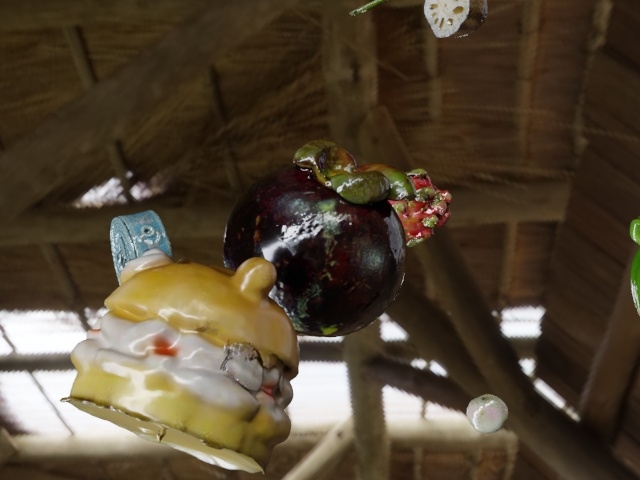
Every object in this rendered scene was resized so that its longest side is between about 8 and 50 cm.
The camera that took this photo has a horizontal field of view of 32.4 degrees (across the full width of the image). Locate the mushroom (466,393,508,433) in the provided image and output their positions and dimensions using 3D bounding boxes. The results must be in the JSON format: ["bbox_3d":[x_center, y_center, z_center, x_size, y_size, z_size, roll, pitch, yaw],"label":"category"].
[{"bbox_3d":[0.339,0.350,2.228,0.083,0.083,0.067,-61,-14,23],"label":"mushroom"}]

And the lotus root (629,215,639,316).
[{"bbox_3d":[0.308,0.029,0.850,0.186,0.186,0.186,-36,-29,-24],"label":"lotus root"}]

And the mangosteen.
[{"bbox_3d":[0.000,0.000,1.588,0.288,0.288,0.288,-36,-29,-24],"label":"mangosteen"}]

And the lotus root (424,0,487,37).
[{"bbox_3d":[0.269,-0.456,2.144,0.081,0.122,0.112,-5,-28,-31],"label":"lotus root"}]

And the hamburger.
[{"bbox_3d":[-0.145,0.132,1.297,0.276,0.276,0.237,54,-127,-63],"label":"hamburger"}]

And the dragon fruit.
[{"bbox_3d":[0.155,-0.063,2.026,0.172,0.160,0.166,-25,-43,36],"label":"dragon fruit"}]

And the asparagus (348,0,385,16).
[{"bbox_3d":[0.123,-0.413,1.842,0.166,0.013,0.016,-24,17,10],"label":"asparagus"}]

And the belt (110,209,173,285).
[{"bbox_3d":[-0.294,0.037,1.808,0.082,0.163,0.147,-14,-27,-27],"label":"belt"}]
